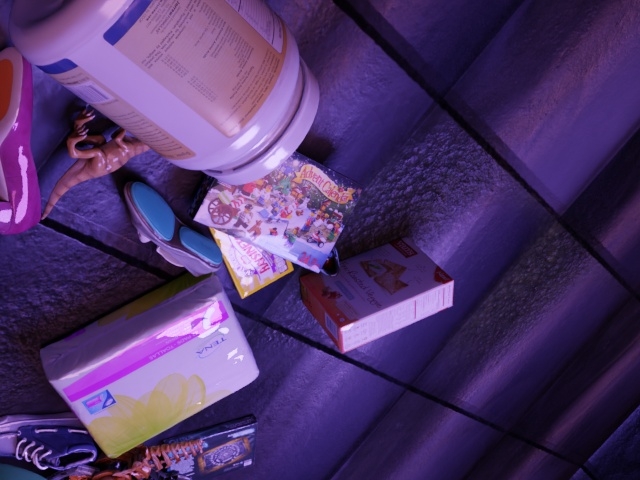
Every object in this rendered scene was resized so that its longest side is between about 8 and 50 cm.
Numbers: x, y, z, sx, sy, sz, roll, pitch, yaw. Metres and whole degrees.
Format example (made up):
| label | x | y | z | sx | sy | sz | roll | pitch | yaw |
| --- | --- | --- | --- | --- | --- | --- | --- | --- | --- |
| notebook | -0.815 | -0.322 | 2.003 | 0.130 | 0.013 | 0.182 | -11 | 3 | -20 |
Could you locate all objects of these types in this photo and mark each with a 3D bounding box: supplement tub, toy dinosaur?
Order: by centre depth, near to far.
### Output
| label | x | y | z | sx | sy | sz | roll | pitch | yaw |
| --- | --- | --- | --- | --- | --- | --- | --- | --- | --- |
| supplement tub | -0.169 | -0.224 | 0.873 | 0.228 | 0.228 | 0.316 | -47 | 134 | 5 |
| toy dinosaur | -0.304 | -0.106 | 0.986 | 0.211 | 0.064 | 0.112 | -32 | 135 | -9 |
| toy dinosaur | -0.340 | 0.433 | 1.273 | 0.322 | 0.164 | 0.218 | -16 | 133 | 30 |

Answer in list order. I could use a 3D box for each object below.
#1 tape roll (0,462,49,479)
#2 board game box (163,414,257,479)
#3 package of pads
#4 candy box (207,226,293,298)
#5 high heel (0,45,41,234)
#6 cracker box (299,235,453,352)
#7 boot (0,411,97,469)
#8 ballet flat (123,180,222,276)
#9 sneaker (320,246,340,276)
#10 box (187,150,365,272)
| label | x | y | z | sx | sy | sz | roll | pitch | yaw |
| --- | --- | --- | --- | --- | --- | --- | --- | --- | --- |
| tape roll | -0.556 | 0.489 | 1.180 | 0.321 | 0.077 | 0.321 | -5 | 123 | -7 |
| board game box | -0.215 | 0.416 | 1.446 | 0.186 | 0.026 | 0.126 | -10 | 126 | -27 |
| package of pads | -0.265 | 0.203 | 1.209 | 0.297 | 0.101 | 0.229 | -28 | 132 | -12 |
| candy box | -0.118 | -0.002 | 1.206 | 0.105 | 0.027 | 0.206 | -28 | 132 | -10 |
| high heel | -0.381 | -0.121 | 0.937 | 0.117 | 0.082 | 0.244 | -14 | 120 | -65 |
| cracker box | 0.100 | 0.091 | 1.325 | 0.232 | 0.155 | 0.067 | -20 | 130 | -20 |
| boot | -0.458 | 0.328 | 1.184 | 0.190 | 0.086 | 0.069 | -3 | 123 | -31 |
| ballet flat | -0.233 | -0.007 | 1.104 | 0.068 | 0.072 | 0.213 | -23 | 137 | 24 |
| sneaker | 0.000 | 0.000 | 1.251 | 0.063 | 0.073 | 0.162 | -35 | 133 | -7 |
| box | -0.065 | -0.063 | 1.138 | 0.233 | 0.044 | 0.159 | 24 | 98 | -30 |
